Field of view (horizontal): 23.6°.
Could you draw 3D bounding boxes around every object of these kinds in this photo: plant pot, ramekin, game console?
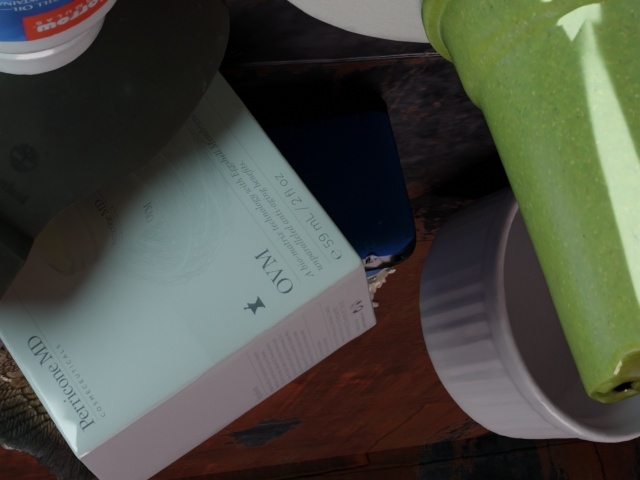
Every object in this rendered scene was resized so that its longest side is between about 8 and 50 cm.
[{"bbox_3d":[0.215,-0.046,0.889,0.276,0.253,0.276,-9,164,-3],"label":"plant pot"},{"bbox_3d":[0.228,0.067,1.509,0.277,0.277,0.135,3,166,-38],"label":"ramekin"},{"bbox_3d":[-0.075,-0.006,1.266,0.293,0.250,0.173,-11,137,1],"label":"game console"}]

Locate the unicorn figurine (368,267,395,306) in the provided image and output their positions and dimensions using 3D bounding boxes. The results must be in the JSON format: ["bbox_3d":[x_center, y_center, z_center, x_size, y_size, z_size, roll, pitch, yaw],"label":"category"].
[{"bbox_3d":[0.025,0.052,1.688,0.162,0.060,0.111,-19,173,3],"label":"unicorn figurine"}]

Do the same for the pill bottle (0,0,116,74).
[{"bbox_3d":[-0.153,-0.166,0.746,0.124,0.124,0.221,-8,164,-7],"label":"pill bottle"}]

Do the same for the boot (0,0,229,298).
[{"bbox_3d":[-0.184,-0.064,0.957,0.305,0.112,0.115,-48,-156,-15],"label":"boot"}]

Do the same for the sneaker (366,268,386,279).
[{"bbox_3d":[0.000,0.000,1.468,0.211,0.080,0.081,1,164,-36],"label":"sneaker"}]

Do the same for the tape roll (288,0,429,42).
[{"bbox_3d":[0.149,-0.221,0.834,0.392,0.072,0.392,-9,163,-3],"label":"tape roll"}]

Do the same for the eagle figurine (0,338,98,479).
[{"bbox_3d":[-0.249,0.087,1.396,0.298,0.225,0.226,23,150,-27],"label":"eagle figurine"}]

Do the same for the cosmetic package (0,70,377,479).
[{"bbox_3d":[-0.118,0.016,1.058,0.225,0.224,0.138,-35,160,-7],"label":"cosmetic package"}]
